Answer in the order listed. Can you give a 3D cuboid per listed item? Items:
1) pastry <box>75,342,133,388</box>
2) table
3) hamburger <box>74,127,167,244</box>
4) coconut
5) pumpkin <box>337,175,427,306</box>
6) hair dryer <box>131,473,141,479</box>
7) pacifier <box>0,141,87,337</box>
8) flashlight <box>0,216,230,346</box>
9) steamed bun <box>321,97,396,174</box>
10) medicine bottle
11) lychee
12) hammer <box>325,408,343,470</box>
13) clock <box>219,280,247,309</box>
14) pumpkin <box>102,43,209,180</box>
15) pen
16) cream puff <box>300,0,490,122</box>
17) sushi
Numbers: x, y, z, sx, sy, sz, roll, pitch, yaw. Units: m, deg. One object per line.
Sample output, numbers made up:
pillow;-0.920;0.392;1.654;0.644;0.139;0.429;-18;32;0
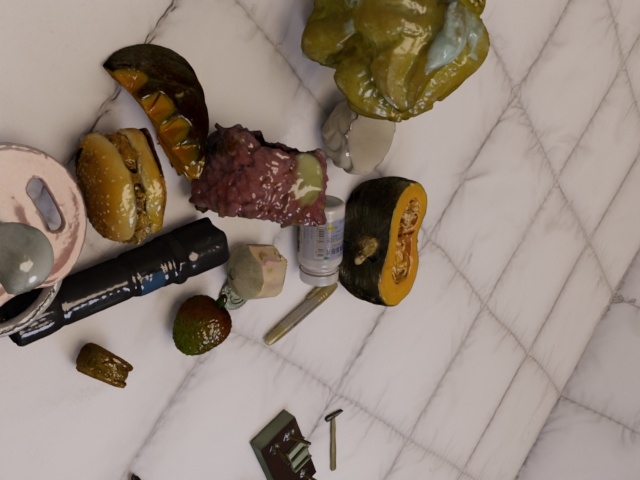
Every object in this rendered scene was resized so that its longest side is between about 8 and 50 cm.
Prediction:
pastry;-0.387;0.225;1.308;0.109;0.097;0.057;90;23;-74
table;-0.066;0.555;1.804;0.121;0.111;0.240;-41;134;-28
hamburger;-0.322;-0.081;1.173;0.118;0.182;0.191;-15;128;-25
coconut;-0.136;0.064;1.489;0.122;0.116;0.116;-5;112;-51
pumpkin;0.139;0.000;1.736;0.222;0.139;0.317;-12;118;-47
hair dryer;-0.327;0.643;1.537;0.107;0.189;0.352;-32;116;-35
pacifier;-0.471;0.007;1.024;0.332;0.220;0.273;-37;177;-32
flashlight;-0.352;0.070;1.281;0.424;0.103;0.103;-25;125;-35
steamed bun;0.076;-0.236;1.579;0.183;0.106;0.183;-19;121;-36
medicine bottle;0.000;0.000;1.611;0.103;0.103;0.186;-19;121;-41
lychee;-0.229;0.163;1.434;0.146;0.114;0.114;-52;139;3
hammer;0.038;0.549;1.989;0.062;0.013;0.199;-24;125;-38
clock;-0.179;0.113;1.544;0.083;0.010;0.074;23;90;-50
pumpkin;-0.229;-0.226;1.235;0.149;0.130;0.254;-47;135;-20
pen;-0.045;0.164;1.700;0.233;0.032;0.040;-39;110;-28
cream puff;0.145;-0.373;1.389;0.378;0.378;0.275;-29;121;-35
sushi;-0.095;-0.113;1.360;0.270;0.236;0.170;9;91;-51
